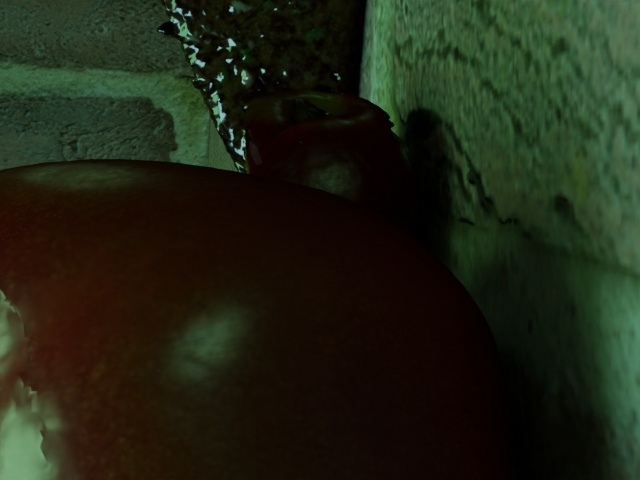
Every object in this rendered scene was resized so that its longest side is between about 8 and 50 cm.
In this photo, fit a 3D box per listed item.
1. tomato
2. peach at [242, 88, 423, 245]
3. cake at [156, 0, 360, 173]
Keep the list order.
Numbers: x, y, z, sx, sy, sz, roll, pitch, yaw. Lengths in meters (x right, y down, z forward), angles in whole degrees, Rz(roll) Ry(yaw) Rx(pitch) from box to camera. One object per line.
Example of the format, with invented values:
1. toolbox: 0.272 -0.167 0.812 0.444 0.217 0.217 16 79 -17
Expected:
1. tomato: -0.045 0.103 0.456 0.299 0.226 0.298 22 118 50
2. peach: 0.007 0.000 0.602 0.127 0.093 0.172 -93 -2 -51
3. cake: -0.002 -0.088 0.808 0.246 0.135 0.112 64 -172 -10
